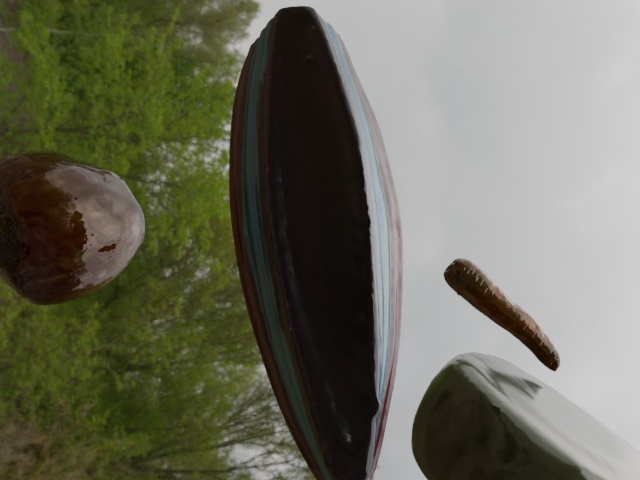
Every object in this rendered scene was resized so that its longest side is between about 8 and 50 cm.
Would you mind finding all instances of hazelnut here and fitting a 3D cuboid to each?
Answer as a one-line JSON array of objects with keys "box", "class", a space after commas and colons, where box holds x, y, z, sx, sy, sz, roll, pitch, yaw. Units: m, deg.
[{"box": [-0.359, -0.032, 0.770, 0.234, 0.218, 0.218, 43, -45, 21], "class": "hazelnut"}]

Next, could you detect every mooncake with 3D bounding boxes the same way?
[{"box": [0.230, 0.238, 0.619, 0.135, 0.275, 0.275, -63, -144, 13], "class": "mooncake"}]

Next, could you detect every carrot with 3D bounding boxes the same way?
[{"box": [0.240, 0.095, 0.735, 0.191, 0.047, 0.047, 42, -38, 3], "class": "carrot"}]

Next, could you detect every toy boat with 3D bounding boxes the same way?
[{"box": [0.000, 0.000, 0.430, 0.079, 0.136, 0.391, 96, -12, -72], "class": "toy boat"}]
